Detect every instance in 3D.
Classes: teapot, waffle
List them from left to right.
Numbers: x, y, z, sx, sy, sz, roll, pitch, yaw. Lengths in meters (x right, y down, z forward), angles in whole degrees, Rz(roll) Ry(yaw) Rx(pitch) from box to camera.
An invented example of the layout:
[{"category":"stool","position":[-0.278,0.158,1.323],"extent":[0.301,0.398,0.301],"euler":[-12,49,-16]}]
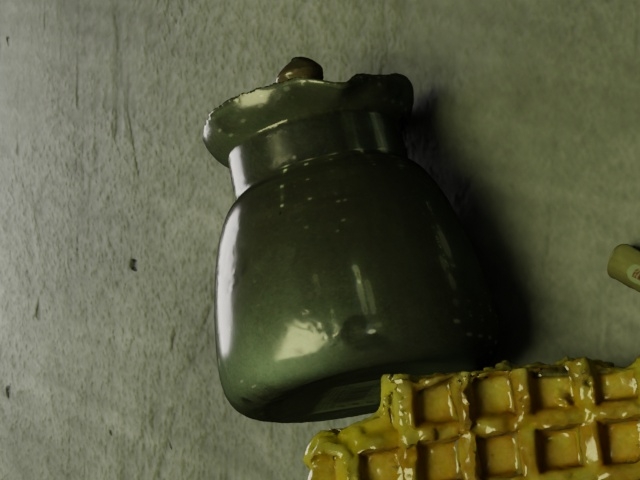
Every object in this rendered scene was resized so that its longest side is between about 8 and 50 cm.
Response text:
[{"category":"teapot","position":[0.021,-0.007,1.589],"extent":[0.223,0.305,0.285],"euler":[-16,74,14]},{"category":"waffle","position":[0.135,0.201,1.386],"extent":[0.312,0.060,0.307],"euler":[27,78,12]}]

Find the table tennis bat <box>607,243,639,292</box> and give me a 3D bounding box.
[{"category":"table tennis bat","position":[0.299,0.061,1.363],"extent":[0.246,0.022,0.138],"euler":[32,119,41]}]
